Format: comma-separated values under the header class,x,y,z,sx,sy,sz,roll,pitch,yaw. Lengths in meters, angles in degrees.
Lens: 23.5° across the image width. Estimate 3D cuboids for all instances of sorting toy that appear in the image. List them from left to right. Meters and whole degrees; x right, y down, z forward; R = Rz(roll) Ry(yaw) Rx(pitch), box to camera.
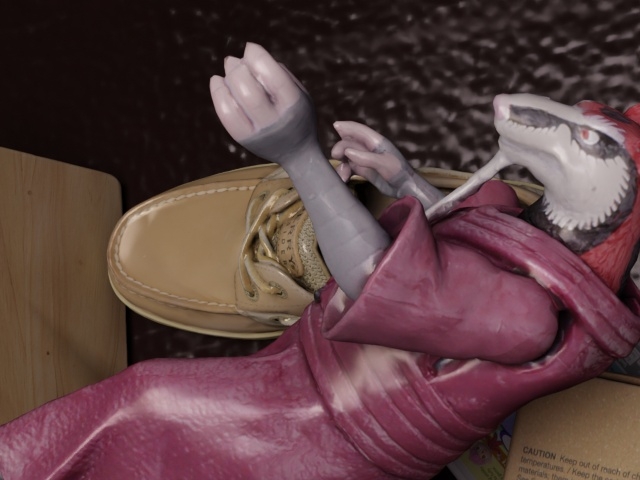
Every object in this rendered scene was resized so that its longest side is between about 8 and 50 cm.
class,x,y,z,sx,sy,sz,roll,pitch,yaw
sorting toy,-0.233,0.073,0.893,0.089,0.255,0.257,-13,74,36

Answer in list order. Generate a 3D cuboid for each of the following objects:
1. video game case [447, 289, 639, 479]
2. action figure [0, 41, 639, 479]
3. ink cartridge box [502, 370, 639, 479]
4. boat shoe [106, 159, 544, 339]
class,x,y,z,sx,sy,sz,roll,pitch,yaw
video game case,0.201,0.137,0.815,0.193,0.023,0.212,-42,67,9
action figure,0.030,0.069,0.687,0.370,0.248,0.276,-35,80,25
ink cartridge box,0.190,0.171,0.715,0.234,0.088,0.193,9,82,44
boat shoe,0.000,0.000,0.886,0.302,0.098,0.109,1,79,23
